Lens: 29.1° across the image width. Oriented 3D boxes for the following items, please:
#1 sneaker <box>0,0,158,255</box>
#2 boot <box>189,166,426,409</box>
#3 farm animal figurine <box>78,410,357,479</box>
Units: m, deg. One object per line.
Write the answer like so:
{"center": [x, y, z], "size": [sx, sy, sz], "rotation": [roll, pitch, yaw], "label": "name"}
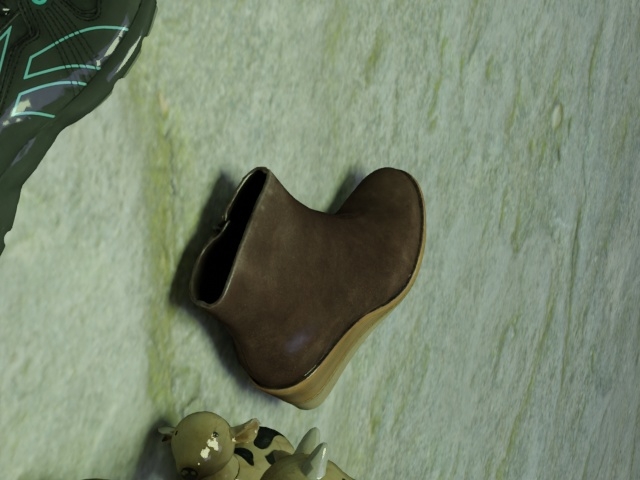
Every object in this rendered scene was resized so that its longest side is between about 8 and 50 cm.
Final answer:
{"center": [-0.176, -0.088, 0.640], "size": [0.106, 0.101, 0.267], "rotation": [41, 73, -44], "label": "sneaker"}
{"center": [0.000, 0.000, 0.996], "size": [0.248, 0.090, 0.207], "rotation": [-64, 148, -23], "label": "boot"}
{"center": [-0.058, 0.202, 0.827], "size": [0.326, 0.330, 0.172], "rotation": [0, 100, -32], "label": "farm animal figurine"}
